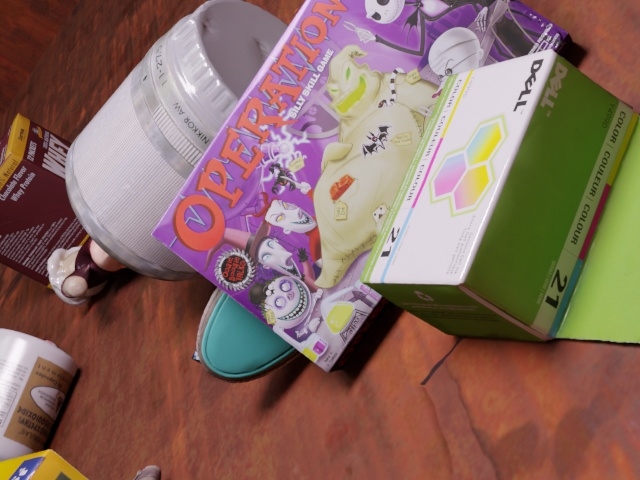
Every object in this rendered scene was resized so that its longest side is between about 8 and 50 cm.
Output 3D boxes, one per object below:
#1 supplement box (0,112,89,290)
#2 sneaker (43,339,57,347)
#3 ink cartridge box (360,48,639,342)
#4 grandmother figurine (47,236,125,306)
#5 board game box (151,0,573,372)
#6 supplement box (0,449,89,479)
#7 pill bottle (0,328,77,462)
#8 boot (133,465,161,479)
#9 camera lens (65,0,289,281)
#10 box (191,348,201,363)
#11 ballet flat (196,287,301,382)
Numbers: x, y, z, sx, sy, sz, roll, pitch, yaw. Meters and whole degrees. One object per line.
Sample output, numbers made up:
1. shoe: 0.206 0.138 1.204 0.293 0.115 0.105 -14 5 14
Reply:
1. supplement box: -0.454 -0.060 1.894 0.191 0.194 0.129 -48 27 23
2. sneaker: -0.428 0.172 1.738 0.051 0.070 0.134 -59 23 6
3. ink cartridge box: 0.161 -0.033 0.812 0.255 0.097 0.188 -4 59 62
4. grandmother figurine: -0.284 0.011 1.624 0.208 0.104 0.342 -43 7 -39
5. board game box: 0.030 -0.085 1.012 0.347 0.208 0.056 -56 -18 9
6. supplement box: -0.305 0.345 1.113 0.356 0.195 0.194 -23 28 53
7. pill bottle: -0.429 0.246 1.581 0.131 0.131 0.229 -15 50 57
8. boot: -0.199 0.285 1.219 0.118 0.042 0.087 -42 20 46
9. camera lens: -0.133 -0.103 1.302 0.274 0.219 0.219 -42 30 33
10. box: -0.080 0.072 1.237 0.094 0.027 0.137 -1 61 61
11. ballet flat: 0.000 0.000 1.107 0.316 0.107 0.106 -50 5 8
